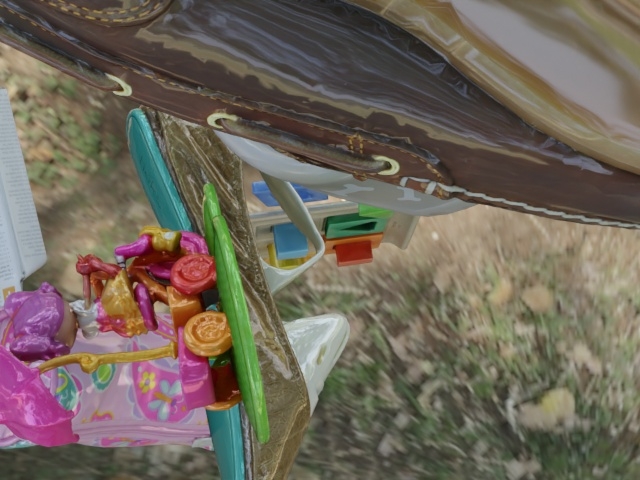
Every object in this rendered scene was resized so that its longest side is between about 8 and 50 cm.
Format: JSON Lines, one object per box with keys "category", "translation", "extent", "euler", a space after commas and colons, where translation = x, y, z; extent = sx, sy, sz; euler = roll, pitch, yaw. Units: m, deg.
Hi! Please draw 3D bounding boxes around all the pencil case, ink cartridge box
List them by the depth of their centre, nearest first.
{"category": "pencil case", "translation": [-0.159, 0.121, 1.425], "extent": [0.124, 0.284, 0.124], "euler": [-7, 78, 39]}
{"category": "ink cartridge box", "translation": [-0.347, -0.003, 1.516], "extent": [0.223, 0.045, 0.224], "euler": [-14, 86, 33]}

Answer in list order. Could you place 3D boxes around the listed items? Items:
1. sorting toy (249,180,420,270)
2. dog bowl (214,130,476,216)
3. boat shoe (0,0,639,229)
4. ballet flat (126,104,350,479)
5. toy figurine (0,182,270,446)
{"category": "sorting toy", "translation": [0.000, 0.000, 1.732], "extent": [0.196, 0.348, 0.047], "euler": [-3, 77, -3]}
{"category": "dog bowl", "translation": [0.029, -0.187, 1.047], "extent": [0.348, 0.102, 0.349], "euler": [3, 94, 48]}
{"category": "boat shoe", "translation": [0.011, -0.049, 0.390], "extent": [0.207, 0.073, 0.073], "euler": [23, 47, -19]}
{"category": "ballet flat", "translation": [-0.050, 0.039, 1.294], "extent": [0.124, 0.116, 0.342], "euler": [-12, 75, -17]}
{"category": "toy figurine", "translation": [-0.122, 0.049, 0.948], "extent": [0.159, 0.130, 0.173], "euler": [-11, 45, -5]}
